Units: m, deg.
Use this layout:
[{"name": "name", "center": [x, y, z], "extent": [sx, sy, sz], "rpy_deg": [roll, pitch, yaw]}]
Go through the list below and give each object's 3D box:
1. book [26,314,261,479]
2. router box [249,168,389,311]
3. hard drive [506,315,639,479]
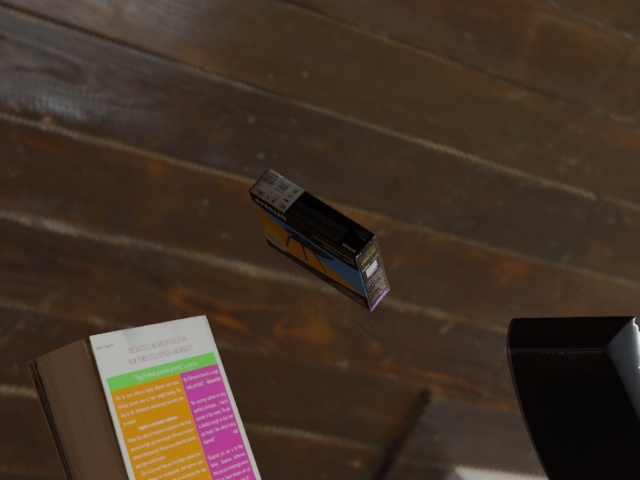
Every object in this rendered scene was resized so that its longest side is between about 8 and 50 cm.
[{"name": "book", "center": [-0.056, 0.106, 0.634], "extent": [0.035, 0.144, 0.096], "rpy_deg": [-22, 173, 30]}, {"name": "router box", "center": [0.000, 0.000, 1.944], "extent": [0.046, 0.179, 0.133], "rpy_deg": [-47, 151, -18]}, {"name": "hard drive", "center": [0.294, 0.198, 1.628], "extent": [0.054, 0.172, 0.255], "rpy_deg": [-41, 116, -40]}]
